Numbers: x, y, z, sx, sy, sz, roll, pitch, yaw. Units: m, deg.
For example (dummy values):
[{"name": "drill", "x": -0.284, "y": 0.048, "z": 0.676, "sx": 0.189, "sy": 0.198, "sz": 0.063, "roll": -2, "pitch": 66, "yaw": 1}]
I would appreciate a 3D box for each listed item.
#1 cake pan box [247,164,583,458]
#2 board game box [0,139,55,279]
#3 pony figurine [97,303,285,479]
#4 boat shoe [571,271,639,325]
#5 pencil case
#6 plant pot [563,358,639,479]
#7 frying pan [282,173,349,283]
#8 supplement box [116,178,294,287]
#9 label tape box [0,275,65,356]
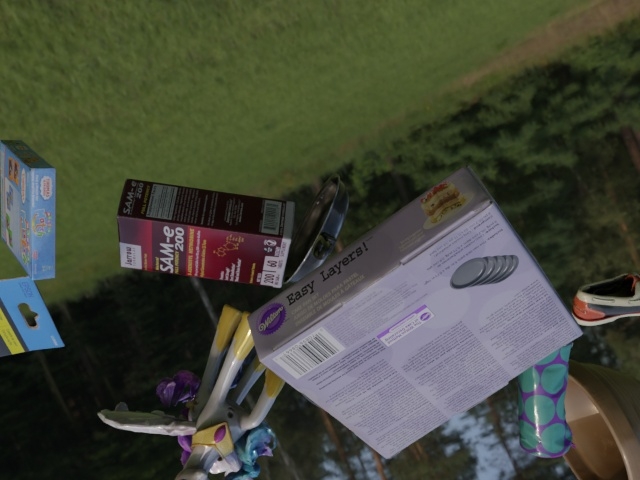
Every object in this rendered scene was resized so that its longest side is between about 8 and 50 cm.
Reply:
[{"name": "cake pan box", "x": 0.096, "y": 0.087, "z": 0.836, "sx": 0.267, "sy": 0.246, "sz": 0.070, "roll": -36, "pitch": -140, "yaw": 11}, {"name": "board game box", "x": -0.432, "y": -0.050, "z": 1.256, "sx": 0.039, "sy": 0.160, "sz": 0.211, "roll": -4, "pitch": -161, "yaw": -30}, {"name": "pony figurine", "x": -0.186, "y": 0.292, "z": 1.407, "sx": 0.363, "sy": 0.303, "sz": 0.351, "roll": -64, "pitch": -166, "yaw": -8}, {"name": "boat shoe", "x": 0.347, "y": 0.059, "z": 0.969, "sx": 0.137, "sy": 0.043, "sz": 0.049, "roll": -13, "pitch": -145, "yaw": -16}, {"name": "pencil case", "x": 0.276, "y": 0.185, "z": 1.045, "sx": 0.070, "sy": 0.151, "sz": 0.064, "roll": -4, "pitch": -167, "yaw": -5}, {"name": "plant pot", "x": 0.433, "y": 0.273, "z": 1.273, "sx": 0.110, "sy": 0.237, "sz": 0.237, "roll": -23, "pitch": -175, "yaw": -11}, {"name": "frying pan", "x": 0.011, "y": -0.026, "z": 1.312, "sx": 0.197, "sy": 0.053, "sz": 0.326, "roll": -67, "pitch": -168, "yaw": -17}, {"name": "supplement box", "x": -0.164, "y": -0.008, "z": 1.225, "sx": 0.239, "sy": 0.073, "sz": 0.130, "roll": 8, "pitch": 144, "yaw": -4}, {"name": "label tape box", "x": -0.682, "y": 0.128, "z": 1.618, "sx": 0.334, "sy": 0.106, "sz": 0.240, "roll": -10, "pitch": 141, "yaw": -7}]
